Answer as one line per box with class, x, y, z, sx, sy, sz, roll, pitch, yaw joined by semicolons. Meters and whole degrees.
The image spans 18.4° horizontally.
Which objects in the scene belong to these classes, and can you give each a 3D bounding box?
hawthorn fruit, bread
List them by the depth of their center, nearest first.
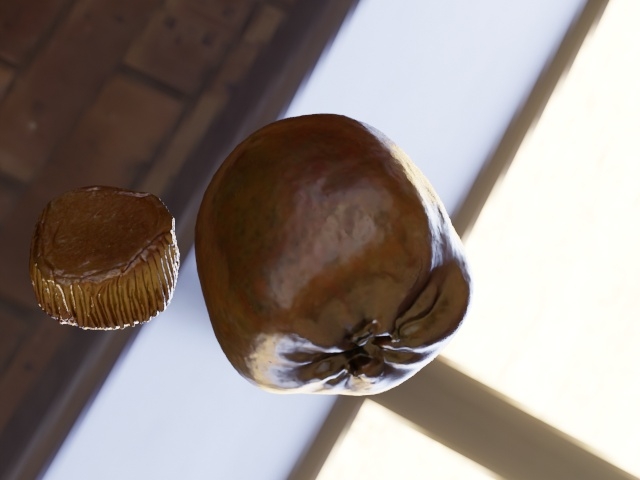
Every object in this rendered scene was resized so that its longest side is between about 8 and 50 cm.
bread;-0.114;0.014;1.055;0.085;0.085;0.053;-51;147;-37
hawthorn fruit;0.000;0.000;1.957;0.267;0.301;0.268;-18;143;-15
